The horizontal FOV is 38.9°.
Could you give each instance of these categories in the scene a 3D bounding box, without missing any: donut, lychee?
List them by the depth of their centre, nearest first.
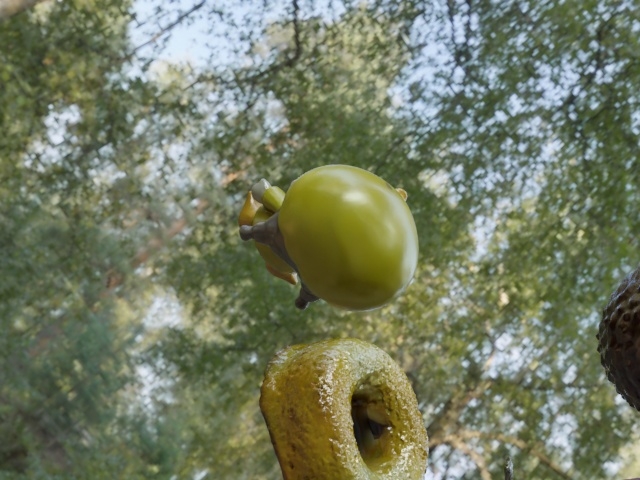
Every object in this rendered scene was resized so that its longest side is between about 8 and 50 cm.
[{"bbox_3d":[0.031,0.175,0.843,0.074,0.174,0.190,-29,-124,35],"label":"donut"},{"bbox_3d":[0.491,0.132,1.153,0.260,0.260,0.261,33,-35,27],"label":"lychee"}]

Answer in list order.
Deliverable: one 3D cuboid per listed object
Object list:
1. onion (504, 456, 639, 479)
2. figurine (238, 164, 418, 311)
[{"bbox_3d":[0.340,0.436,1.055,0.345,0.358,0.358,28,-38,25],"label":"onion"},{"bbox_3d":[0.000,0.000,1.302,0.215,0.187,0.343,42,-20,-20],"label":"figurine"}]
